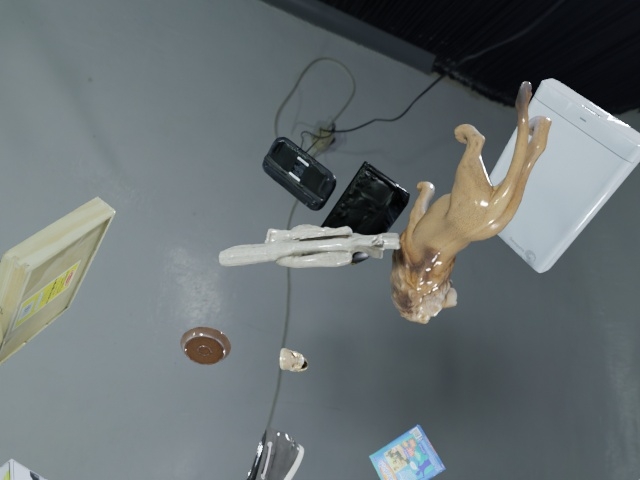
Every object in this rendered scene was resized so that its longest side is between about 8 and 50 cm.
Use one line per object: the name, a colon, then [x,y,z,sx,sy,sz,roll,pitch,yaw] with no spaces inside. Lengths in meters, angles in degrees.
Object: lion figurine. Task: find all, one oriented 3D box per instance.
lion figurine: [0.210,-0.028,0.692,0.142,0.392,0.240,19,63,5]

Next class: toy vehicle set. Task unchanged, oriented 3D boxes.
toy vehicle set: [-0.414,0.068,0.662,0.035,0.267,0.166,38,32,-7]

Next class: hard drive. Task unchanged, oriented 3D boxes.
hard drive: [0.483,-0.125,0.952,0.047,0.353,0.233,-19,54,-25]

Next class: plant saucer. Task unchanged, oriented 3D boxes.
plant saucer: [-0.383,0.358,1.472,0.168,0.168,0.029,28,28,-17]

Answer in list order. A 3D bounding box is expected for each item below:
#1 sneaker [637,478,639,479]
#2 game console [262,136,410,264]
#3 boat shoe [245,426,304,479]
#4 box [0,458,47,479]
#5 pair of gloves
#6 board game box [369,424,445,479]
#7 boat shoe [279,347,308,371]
sneaker: [0.607,0.567,0.731,0.147,0.104,0.295,-15,43,-17]
game console: [0.013,-0.124,1.043,0.361,0.044,0.213,40,107,16]
boat shoe: [-0.156,0.548,0.902,0.095,0.112,0.335,38,56,-7]
box: [-0.690,0.690,1.097,0.087,0.169,0.290,-42,123,-18]
pair of gloves: [0.000,0.000,0.611,0.204,0.240,0.042,0,95,17]
board game box: [0.298,0.769,1.536,0.210,0.047,0.160,-36,55,7]
boat shoe: [-0.077,0.355,1.313,0.059,0.170,0.063,-2,70,12]
